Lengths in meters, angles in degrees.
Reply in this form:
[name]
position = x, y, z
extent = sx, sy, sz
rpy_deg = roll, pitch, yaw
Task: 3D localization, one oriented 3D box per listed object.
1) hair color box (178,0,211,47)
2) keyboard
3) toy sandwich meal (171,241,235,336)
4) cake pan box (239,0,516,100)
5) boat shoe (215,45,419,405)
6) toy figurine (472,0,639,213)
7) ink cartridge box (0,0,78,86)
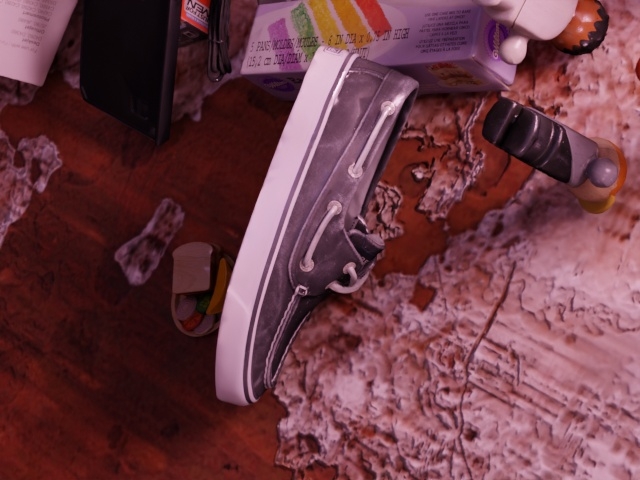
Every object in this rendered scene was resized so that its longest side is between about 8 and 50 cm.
[hair color box]
position = -0.144, -0.263, 1.843
extent = 0.093, 0.053, 0.167
rpy_deg = -14, 64, 35
[keyboard]
position = -0.135, -0.233, 1.725
extent = 0.201, 0.033, 0.317
rpy_deg = 31, 127, 35
[toy sandwich meal]
position = -0.104, 0.041, 1.688
extent = 0.085, 0.029, 0.085
rpy_deg = -18, 60, 34
[cake pan box]
position = 0.065, -0.243, 1.648
extent = 0.267, 0.070, 0.246
rpy_deg = 2, 70, 42
[boat shoe]
position = 0.000, 0.000, 1.574
extent = 0.102, 0.108, 0.301
rpy_deg = 20, 94, 10
[toy figurine]
position = 0.224, -0.143, 1.422
extent = 0.209, 0.148, 0.213
rpy_deg = -28, 57, 35
[ink cartridge box]
position = -0.338, -0.322, 1.895
extent = 0.198, 0.197, 0.270
rpy_deg = 41, 112, 46
